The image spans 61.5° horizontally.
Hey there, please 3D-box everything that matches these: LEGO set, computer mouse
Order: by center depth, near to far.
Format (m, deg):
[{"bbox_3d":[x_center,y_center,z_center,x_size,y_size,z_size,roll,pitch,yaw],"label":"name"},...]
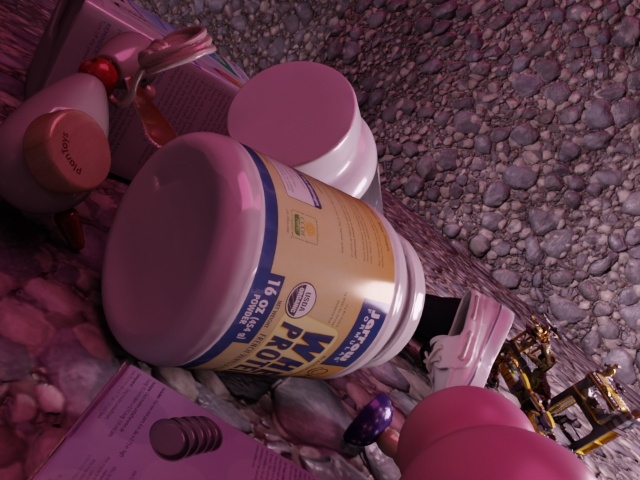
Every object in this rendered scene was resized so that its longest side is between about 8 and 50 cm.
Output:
[{"bbox_3d":[0.396,0.227,0.941,0.255,0.192,0.331,33,26,-29],"label":"LEGO set"},{"bbox_3d":[0.263,0.247,1.019,0.242,0.041,0.071,30,-4,-37],"label":"computer mouse"}]

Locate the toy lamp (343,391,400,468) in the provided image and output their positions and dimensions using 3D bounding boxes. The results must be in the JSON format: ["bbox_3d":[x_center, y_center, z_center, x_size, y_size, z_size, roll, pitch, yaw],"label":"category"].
[{"bbox_3d":[0.146,0.283,0.569,0.275,0.080,0.080,41,16,23],"label":"toy lamp"}]

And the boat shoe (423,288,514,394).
[{"bbox_3d":[0.196,0.174,0.781,0.088,0.096,0.267,36,58,7],"label":"boat shoe"}]

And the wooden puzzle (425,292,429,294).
[{"bbox_3d":[0.253,0.170,1.164,0.221,0.044,0.238,28,15,-2],"label":"wooden puzzle"}]

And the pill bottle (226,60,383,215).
[{"bbox_3d":[-0.012,-0.089,0.845,0.210,0.210,0.363,42,-11,24],"label":"pill bottle"}]

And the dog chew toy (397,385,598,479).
[{"bbox_3d":[0.142,0.241,0.409,0.207,0.206,0.331,31,20,-17],"label":"dog chew toy"}]

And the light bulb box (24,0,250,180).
[{"bbox_3d":[-0.301,-0.262,0.967,0.361,0.225,0.358,23,19,-37],"label":"light bulb box"}]

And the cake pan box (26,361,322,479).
[{"bbox_3d":[-0.073,0.217,0.314,0.246,0.070,0.267,31,15,-7],"label":"cake pan box"}]

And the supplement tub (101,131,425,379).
[{"bbox_3d":[-0.047,0.036,0.604,0.316,0.228,0.228,19,22,-45],"label":"supplement tub"}]

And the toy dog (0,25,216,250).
[{"bbox_3d":[-0.266,-0.119,0.643,0.220,0.160,0.333,14,46,33],"label":"toy dog"}]

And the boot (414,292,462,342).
[{"bbox_3d":[0.142,0.122,0.903,0.247,0.094,0.207,14,0,42],"label":"boot"}]
